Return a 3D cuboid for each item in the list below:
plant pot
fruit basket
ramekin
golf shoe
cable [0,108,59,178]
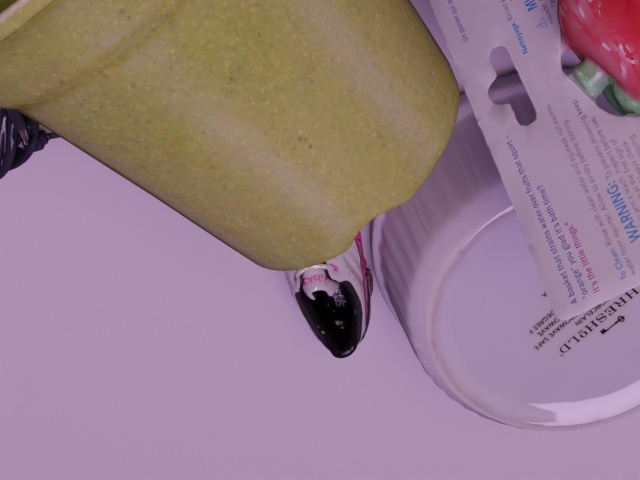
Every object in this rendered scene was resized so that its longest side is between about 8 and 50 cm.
[{"bbox_3d":[-0.059,-0.125,0.722,0.276,0.276,0.254,-37,122,17],"label":"plant pot"},{"bbox_3d":[0.243,-0.159,0.688,0.353,0.327,0.165,-32,144,22],"label":"fruit basket"},{"bbox_3d":[0.174,0.020,0.896,0.273,0.127,0.272,-1,121,-3],"label":"ramekin"},{"bbox_3d":[0.000,0.000,0.898,0.068,0.086,0.186,-17,117,8],"label":"golf shoe"},{"bbox_3d":[-0.273,-0.117,0.839,0.151,0.047,0.184,-21,123,14],"label":"cable"}]
